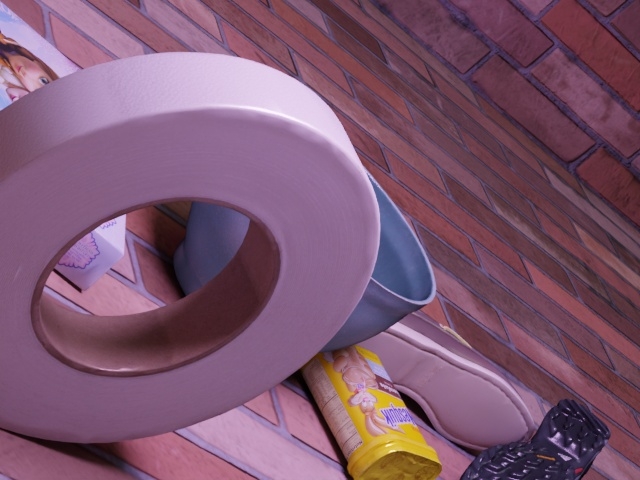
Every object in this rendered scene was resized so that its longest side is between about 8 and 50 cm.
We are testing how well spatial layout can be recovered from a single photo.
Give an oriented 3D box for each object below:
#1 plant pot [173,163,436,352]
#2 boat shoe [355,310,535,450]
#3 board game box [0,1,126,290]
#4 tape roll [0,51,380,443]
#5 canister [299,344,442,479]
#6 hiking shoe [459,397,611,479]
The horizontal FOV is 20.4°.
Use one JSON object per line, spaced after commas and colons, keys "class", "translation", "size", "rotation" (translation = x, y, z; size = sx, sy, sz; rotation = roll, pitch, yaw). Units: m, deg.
{"class": "plant pot", "translation": [-0.040, 0.014, 2.001], "size": [0.293, 0.196, 0.293], "rotation": [43, 20, -19]}
{"class": "boat shoe", "translation": [0.149, 0.165, 2.280], "size": [0.324, 0.116, 0.096], "rotation": [32, 27, -28]}
{"class": "board game box", "translation": [-0.333, -0.140, 1.834], "size": [0.318, 0.066, 0.318], "rotation": [41, 20, -25]}
{"class": "tape roll", "translation": [-0.143, 0.017, 1.454], "size": [0.392, 0.392, 0.072], "rotation": [31, 25, -45]}
{"class": "canister", "translation": [0.055, 0.204, 2.046], "size": [0.126, 0.073, 0.170], "rotation": [25, 28, -51]}
{"class": "hiking shoe", "translation": [0.260, 0.315, 2.234], "size": [0.113, 0.132, 0.304], "rotation": [38, 36, 24]}
